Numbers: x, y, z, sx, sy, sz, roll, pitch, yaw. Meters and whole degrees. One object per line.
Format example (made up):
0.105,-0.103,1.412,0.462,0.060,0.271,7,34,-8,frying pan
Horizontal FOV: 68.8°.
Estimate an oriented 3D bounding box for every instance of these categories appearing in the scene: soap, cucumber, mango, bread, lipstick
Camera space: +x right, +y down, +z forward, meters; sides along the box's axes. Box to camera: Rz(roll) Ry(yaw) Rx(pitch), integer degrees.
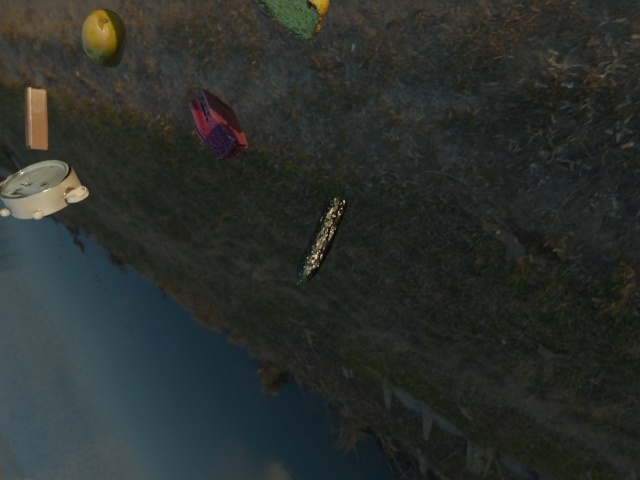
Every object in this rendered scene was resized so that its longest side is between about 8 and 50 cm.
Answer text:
-0.343,-0.377,1.587,0.099,0.162,0.250,-38,57,18,soap
0.002,0.001,1.357,0.072,0.300,0.072,19,158,8,cucumber
-0.520,-0.481,1.131,0.195,0.092,0.130,154,133,-70,mango
-0.080,-0.628,1.128,0.261,0.147,0.160,38,162,-10,bread
-0.697,-0.296,1.145,0.045,0.045,0.145,9,99,50,lipstick

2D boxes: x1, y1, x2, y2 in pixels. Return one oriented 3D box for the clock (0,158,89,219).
-0.603,-0.112,1.002,0.229,0.155,0.063,5,130,20,clock
